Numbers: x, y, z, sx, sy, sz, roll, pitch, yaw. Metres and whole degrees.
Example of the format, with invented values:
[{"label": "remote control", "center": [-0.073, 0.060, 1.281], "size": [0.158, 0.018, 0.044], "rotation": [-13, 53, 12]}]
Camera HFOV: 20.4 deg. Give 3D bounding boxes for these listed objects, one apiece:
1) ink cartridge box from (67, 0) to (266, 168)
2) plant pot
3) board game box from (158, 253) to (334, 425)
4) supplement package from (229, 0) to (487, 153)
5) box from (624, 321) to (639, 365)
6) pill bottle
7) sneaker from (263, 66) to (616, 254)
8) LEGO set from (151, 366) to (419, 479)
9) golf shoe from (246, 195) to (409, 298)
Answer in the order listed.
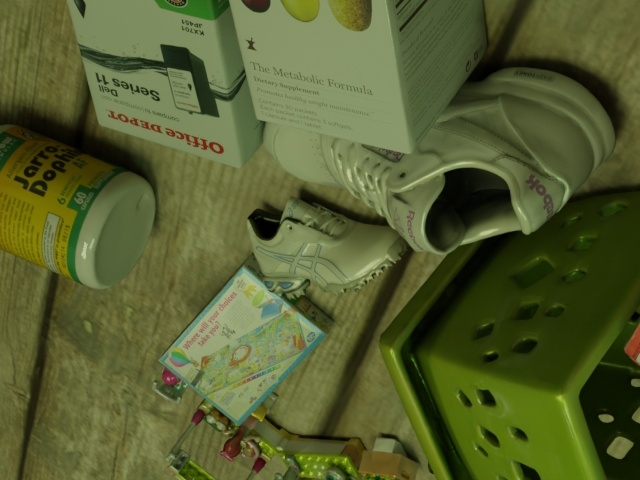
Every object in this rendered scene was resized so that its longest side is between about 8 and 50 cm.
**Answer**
[{"label": "ink cartridge box", "center": [-0.118, -0.174, 1.437], "size": [0.153, 0.087, 0.208], "rotation": [18, 141, 25]}, {"label": "plant pot", "center": [0.188, 0.102, 1.385], "size": [0.207, 0.228, 0.227], "rotation": [10, 137, 40]}, {"label": "board game box", "center": [-0.072, 0.097, 1.706], "size": [0.103, 0.026, 0.154], "rotation": [40, 124, -5]}, {"label": "supplement package", "center": [0.019, -0.205, 1.252], "size": [0.139, 0.134, 0.244], "rotation": [14, 138, 27]}, {"label": "box", "center": [0.313, 0.019, 1.118], "size": [0.154, 0.142, 0.300], "rotation": [38, 161, 14]}, {"label": "pill bottle", "center": [-0.272, -0.041, 1.683], "size": [0.208, 0.117, 0.117], "rotation": [22, 141, 20]}, {"label": "sneaker", "center": [0.064, -0.065, 1.356], "size": [0.305, 0.152, 0.114], "rotation": [3, 135, 39]}, {"label": "LEGO set", "center": [-0.050, 0.223, 1.801], "size": [0.287, 0.107, 0.132], "rotation": [26, 143, 14]}, {"label": "golf shoe", "center": [0.000, 0.000, 1.554], "size": [0.176, 0.069, 0.086], "rotation": [-10, 118, 44]}]
